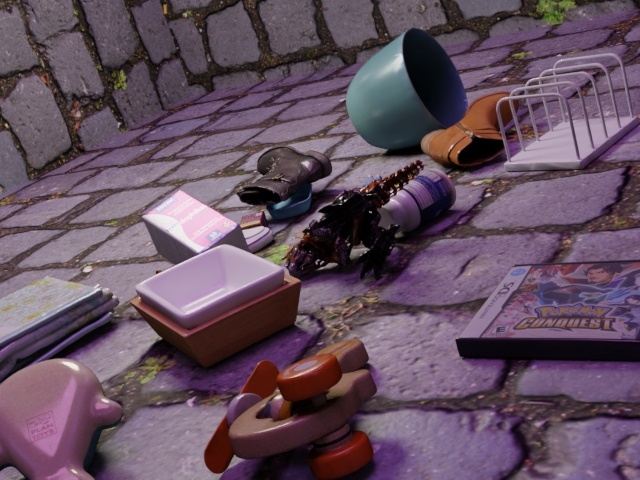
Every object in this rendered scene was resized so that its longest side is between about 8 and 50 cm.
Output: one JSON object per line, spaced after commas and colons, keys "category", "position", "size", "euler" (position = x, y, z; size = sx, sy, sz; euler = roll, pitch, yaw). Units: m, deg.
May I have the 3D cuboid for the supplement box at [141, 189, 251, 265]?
{"category": "supplement box", "position": [-0.259, -0.002, 2.020], "size": [0.111, 0.114, 0.220], "euler": [-39, 43, -24]}

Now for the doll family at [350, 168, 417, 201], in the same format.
{"category": "doll family", "position": [0.163, -0.116, 2.157], "size": [0.193, 0.076, 0.111], "euler": [-14, 23, 26]}

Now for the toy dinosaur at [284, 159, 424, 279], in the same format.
{"category": "toy dinosaur", "position": [0.058, -0.044, 1.852], "size": [0.322, 0.164, 0.218], "euler": [-61, 11, 10]}

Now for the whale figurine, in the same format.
{"category": "whale figurine", "position": [-0.388, 0.304, 1.415], "size": [0.216, 0.141, 0.272], "euler": [-21, 44, -10]}

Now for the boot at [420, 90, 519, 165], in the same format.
{"category": "boot", "position": [0.392, -0.265, 2.301], "size": [0.283, 0.109, 0.220], "euler": [-23, 18, -10]}

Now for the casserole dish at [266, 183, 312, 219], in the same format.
{"category": "casserole dish", "position": [-0.072, -0.094, 2.351], "size": [0.114, 0.037, 0.188], "euler": [-15, 20, 6]}

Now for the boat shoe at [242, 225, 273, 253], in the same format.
{"category": "boat shoe", "position": [-0.217, 0.004, 2.138], "size": [0.226, 0.076, 0.083], "euler": [-22, 20, -13]}

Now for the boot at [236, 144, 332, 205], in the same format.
{"category": "boot", "position": [-0.123, -0.154, 2.366], "size": [0.263, 0.091, 0.229], "euler": [4, 27, 43]}

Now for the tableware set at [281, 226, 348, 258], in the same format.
{"category": "tableware set", "position": [0.000, 0.000, 2.047], "size": [0.168, 0.020, 0.141], "euler": [-3, 25, 34]}

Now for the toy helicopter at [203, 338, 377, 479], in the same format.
{"category": "toy helicopter", "position": [-0.025, 0.219, 1.347], "size": [0.235, 0.140, 0.355], "euler": [-20, 6, 21]}

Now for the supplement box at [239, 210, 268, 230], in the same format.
{"category": "supplement box", "position": [-0.155, -0.032, 2.235], "size": [0.055, 0.043, 0.083], "euler": [-15, 19, 9]}

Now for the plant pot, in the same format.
{"category": "plant pot", "position": [0.211, -0.372, 2.528], "size": [0.235, 0.293, 0.293], "euler": [-25, 12, 34]}

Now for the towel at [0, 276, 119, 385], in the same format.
{"category": "towel", "position": [-0.632, 0.194, 1.967], "size": [0.374, 0.090, 0.320], "euler": [-30, 19, -33]}

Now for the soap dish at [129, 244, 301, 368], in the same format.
{"category": "soap dish", "position": [-0.190, 0.115, 1.739], "size": [0.229, 0.118, 0.291], "euler": [-26, 20, -24]}

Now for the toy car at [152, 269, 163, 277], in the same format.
{"category": "toy car", "position": [-0.349, 0.116, 2.035], "size": [0.040, 0.060, 0.122], "euler": [24, 38, -10]}

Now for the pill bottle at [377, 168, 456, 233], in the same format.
{"category": "pill bottle", "position": [0.190, -0.074, 1.970], "size": [0.169, 0.094, 0.094], "euler": [-29, 22, -31]}

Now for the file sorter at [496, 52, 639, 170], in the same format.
{"category": "file sorter", "position": [0.544, -0.285, 2.132], "size": [0.193, 0.173, 0.277], "euler": [2, 27, 45]}

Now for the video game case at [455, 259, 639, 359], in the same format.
{"category": "video game case", "position": [0.371, 0.098, 1.418], "size": [0.274, 0.035, 0.248], "euler": [-4, 23, 35]}
